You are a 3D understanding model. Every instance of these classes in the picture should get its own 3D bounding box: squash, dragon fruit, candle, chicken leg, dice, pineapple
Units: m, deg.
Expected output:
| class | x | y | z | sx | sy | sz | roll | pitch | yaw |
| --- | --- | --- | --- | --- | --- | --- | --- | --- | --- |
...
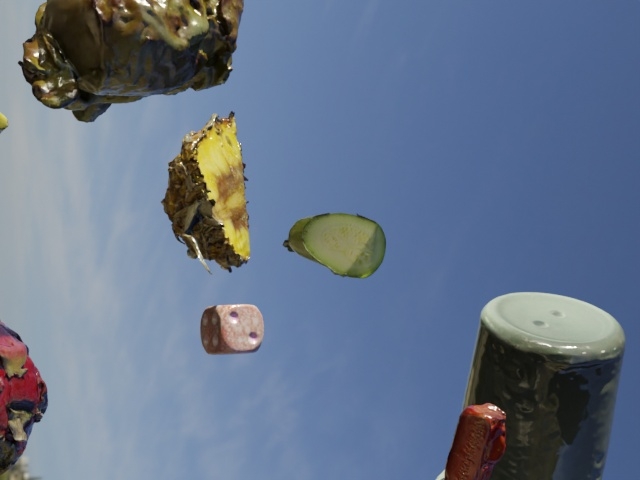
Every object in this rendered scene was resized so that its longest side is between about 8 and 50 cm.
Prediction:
| class | x | y | z | sx | sy | sz | roll | pitch | yaw |
| --- | --- | --- | --- | --- | --- | --- | --- | --- | --- |
| squash | -0.001 | 0.000 | 1.472 | 0.200 | 0.075 | 0.090 | 9 | -87 | 49 |
| dragon fruit | -0.641 | 0.264 | 1.757 | 0.329 | 0.329 | 0.329 | -178 | -90 | -70 |
| candle | 0.149 | 0.246 | 1.041 | 0.048 | 0.053 | 0.162 | -78 | -176 | -80 |
| chicken leg | -0.169 | -0.194 | 0.942 | 0.361 | 0.212 | 0.140 | -138 | -151 | -78 |
| dice | -0.165 | 0.167 | 1.902 | 0.093 | 0.094 | 0.091 | -13 | -102 | 55 |
| pineapple | -0.231 | -0.080 | 1.841 | 0.161 | 0.158 | 0.334 | -14 | -104 | 24 |

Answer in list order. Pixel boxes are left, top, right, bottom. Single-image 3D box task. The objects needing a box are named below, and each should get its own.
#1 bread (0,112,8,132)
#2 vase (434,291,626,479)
| class | x | y | z | sx | sy | sz | roll | pitch | yaw |
| --- | --- | --- | --- | --- | --- | --- | --- | --- | --- |
| bread | -0.452 | -0.079 | 1.152 | 0.049 | 0.088 | 0.226 | -12 | -138 | 59 |
| vase | 0.281 | 0.228 | 1.298 | 0.245 | 0.245 | 0.291 | -131 | -135 | -62 |
